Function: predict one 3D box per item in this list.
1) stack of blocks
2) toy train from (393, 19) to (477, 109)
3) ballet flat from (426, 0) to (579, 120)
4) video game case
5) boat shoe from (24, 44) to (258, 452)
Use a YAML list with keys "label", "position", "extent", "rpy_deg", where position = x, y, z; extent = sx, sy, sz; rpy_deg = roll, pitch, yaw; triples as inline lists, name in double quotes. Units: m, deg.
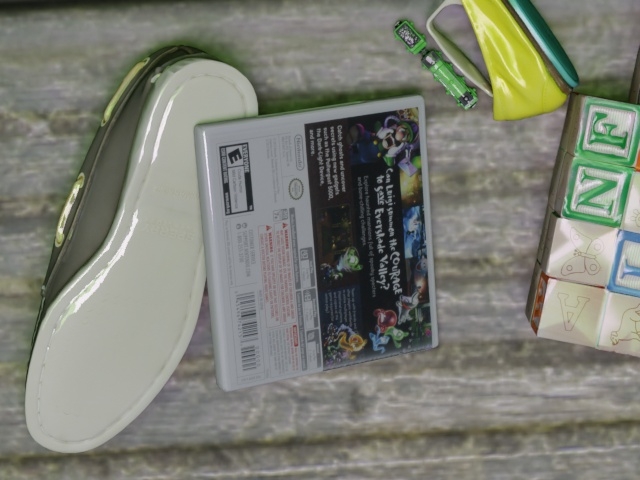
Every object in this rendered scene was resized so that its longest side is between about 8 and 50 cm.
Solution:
- label: "stack of blocks"
  position: [0.260, -0.066, 1.208]
  extent: [0.171, 0.087, 0.297]
  rpy_deg: [11, 99, 0]
- label: "toy train"
  position: [0.083, -0.127, 1.237]
  extent: [0.017, 0.024, 0.083]
  rpy_deg: [-43, 94, 7]
- label: "ballet flat"
  position: [0.099, -0.186, 1.207]
  extent: [0.077, 0.077, 0.231]
  rpy_deg: [-26, 99, 22]
- label: "video game case"
  position: [0.000, 0.000, 1.217]
  extent: [0.173, 0.022, 0.190]
  rpy_deg: [-10, 104, -23]
- label: "boat shoe"
  position: [-0.138, 0.005, 1.231]
  extent: [0.109, 0.091, 0.305]
  rpy_deg: [18, 101, -30]
